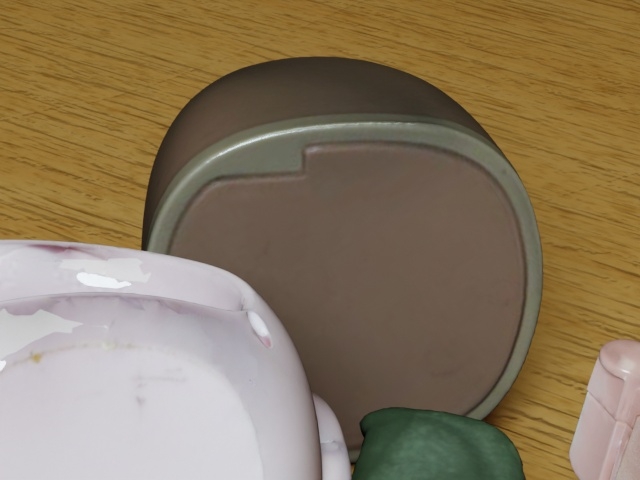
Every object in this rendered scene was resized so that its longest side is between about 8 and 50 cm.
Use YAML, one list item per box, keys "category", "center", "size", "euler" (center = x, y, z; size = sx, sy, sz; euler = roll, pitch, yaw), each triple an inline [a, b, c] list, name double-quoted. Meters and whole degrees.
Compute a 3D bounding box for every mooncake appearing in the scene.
- category: "mooncake"
  center: [0.057, 0.192, 1.216]
  size: [0.175, 0.104, 0.168]
  euler: [-22, 42, -25]

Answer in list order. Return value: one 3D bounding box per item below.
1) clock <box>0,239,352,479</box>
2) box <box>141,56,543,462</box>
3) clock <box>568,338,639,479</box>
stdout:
- category: "clock"
  center: [-0.178, 0.126, 1.117]
  size: [0.368, 0.250, 0.376]
  euler: [1, 2, -22]
- category: "box"
  center: [0.000, 0.000, 1.368]
  size: [0.301, 0.301, 0.216]
  euler: [-6, 26, -8]
- category: "clock"
  center: [0.325, 0.163, 1.242]
  size: [0.241, 0.142, 0.227]
  euler: [-7, 34, -28]
